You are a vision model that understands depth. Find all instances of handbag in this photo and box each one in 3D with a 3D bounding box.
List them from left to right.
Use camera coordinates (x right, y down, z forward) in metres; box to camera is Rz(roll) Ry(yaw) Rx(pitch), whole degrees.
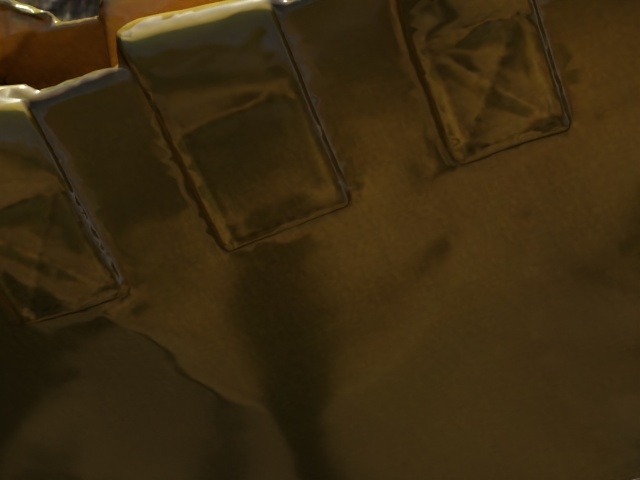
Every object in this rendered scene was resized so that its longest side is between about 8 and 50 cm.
[{"bbox_3d":[0.000,0.000,0.526,0.401,0.283,0.133,-18,40,10],"label":"handbag"}]
